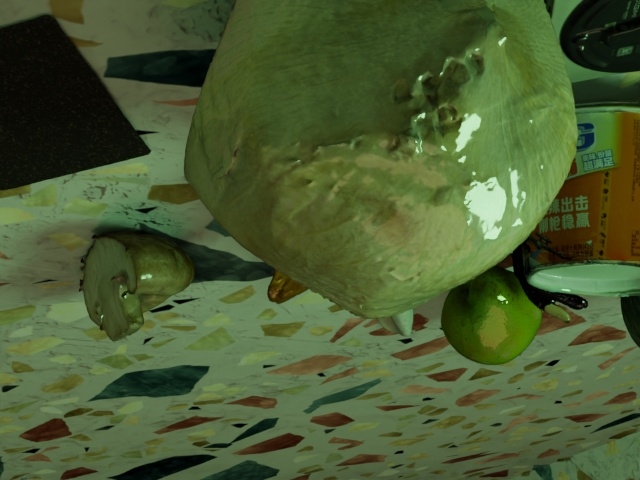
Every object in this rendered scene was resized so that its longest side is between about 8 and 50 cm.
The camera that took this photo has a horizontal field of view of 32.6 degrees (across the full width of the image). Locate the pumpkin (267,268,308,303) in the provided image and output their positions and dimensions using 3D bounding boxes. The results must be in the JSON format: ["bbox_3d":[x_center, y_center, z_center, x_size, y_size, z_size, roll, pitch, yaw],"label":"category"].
[{"bbox_3d":[-0.019,-0.017,1.482,0.290,0.095,0.258,4,132,54],"label":"pumpkin"}]

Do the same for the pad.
[{"bbox_3d":[-0.357,-0.154,1.316,0.220,0.004,0.330,-13,156,6],"label":"pad"}]

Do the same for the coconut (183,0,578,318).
[{"bbox_3d":[0.069,-0.131,1.092,0.404,0.404,0.404,-9,156,-4],"label":"coconut"}]

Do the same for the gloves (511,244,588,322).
[{"bbox_3d":[0.385,0.057,1.878,0.106,0.181,0.129,1,153,-25],"label":"gloves"}]

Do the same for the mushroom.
[{"bbox_3d":[-0.264,0.058,1.667,0.151,0.156,0.285,-12,171,-27],"label":"mushroom"}]

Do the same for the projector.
[{"bbox_3d":[0.389,-0.275,1.270,0.259,0.079,0.257,-10,157,2],"label":"projector"}]

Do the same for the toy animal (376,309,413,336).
[{"bbox_3d":[0.131,0.006,1.649,0.241,0.196,0.367,-3,153,-22],"label":"toy animal"}]

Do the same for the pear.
[{"bbox_3d":[0.311,0.133,2.022,0.187,0.187,0.219,-18,153,16],"label":"pear"}]

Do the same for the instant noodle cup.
[{"bbox_3d":[0.400,-0.046,1.532,0.296,0.214,0.296,4,167,1],"label":"instant noodle cup"}]

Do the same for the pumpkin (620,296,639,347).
[{"bbox_3d":[0.716,0.086,1.990,0.327,0.257,0.291,-1,143,-5],"label":"pumpkin"}]
